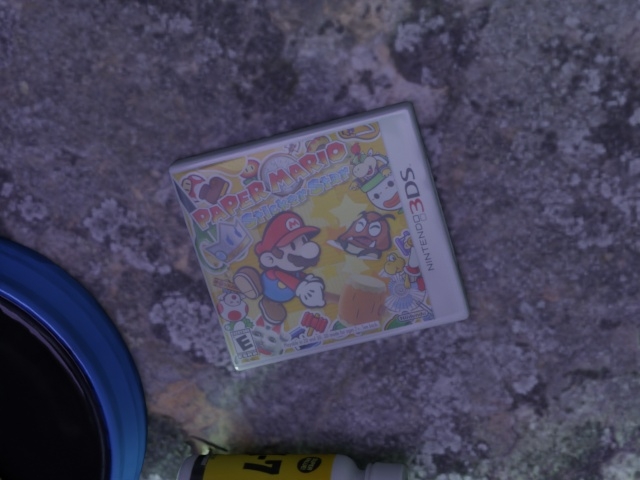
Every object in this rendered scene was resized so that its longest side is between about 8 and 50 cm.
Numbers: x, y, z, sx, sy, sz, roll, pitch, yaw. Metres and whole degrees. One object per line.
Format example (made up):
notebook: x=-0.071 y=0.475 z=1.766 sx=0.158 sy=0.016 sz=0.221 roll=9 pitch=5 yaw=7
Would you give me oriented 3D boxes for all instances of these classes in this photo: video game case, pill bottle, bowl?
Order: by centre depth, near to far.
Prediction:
video game case: x=0.000 y=0.000 z=1.374 sx=0.227 sy=0.026 sz=0.206 roll=-14 pitch=107 yaw=12
pill bottle: x=-0.024 y=0.258 z=1.421 sx=0.208 sy=0.119 sz=0.119 roll=-1 pitch=110 yaw=7
bowl: x=-0.364 y=0.178 z=1.461 sx=0.391 sy=0.077 sz=0.391 roll=2 pitch=110 yaw=7

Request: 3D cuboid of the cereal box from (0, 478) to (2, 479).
cereal box: x=-0.388 y=0.297 z=1.440 sx=0.240 sy=0.047 sz=0.173 roll=-35 pitch=102 yaw=17
